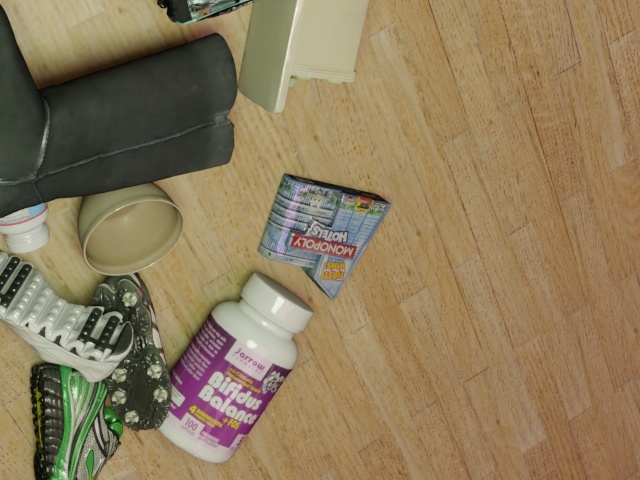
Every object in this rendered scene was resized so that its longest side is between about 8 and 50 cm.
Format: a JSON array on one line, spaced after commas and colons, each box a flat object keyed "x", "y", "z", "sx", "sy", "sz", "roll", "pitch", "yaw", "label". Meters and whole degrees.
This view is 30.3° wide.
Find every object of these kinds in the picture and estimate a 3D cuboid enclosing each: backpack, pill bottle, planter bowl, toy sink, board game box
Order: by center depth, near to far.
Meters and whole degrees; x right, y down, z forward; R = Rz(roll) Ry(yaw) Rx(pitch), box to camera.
[{"x": -0.146, "y": -0.407, "z": 1.715, "sx": 0.188, "sy": 0.166, "sz": 0.144, "roll": -13, "pitch": 119, "yaw": -15, "label": "backpack"}, {"x": -0.456, "y": -0.066, "z": 1.756, "sx": 0.087, "sy": 0.087, "sz": 0.160, "roll": -21, "pitch": 120, "yaw": -18, "label": "pill bottle"}, {"x": -0.305, "y": -0.040, "z": 1.815, "sx": 0.162, "sy": 0.109, "sz": 0.162, "roll": -22, "pitch": 144, "yaw": -17, "label": "planter bowl"}, {"x": -0.022, "y": -0.319, "z": 1.828, "sx": 0.131, "sy": 0.153, "sz": 0.234, "roll": 3, "pitch": 109, "yaw": -28, "label": "toy sink"}, {"x": -0.143, "y": 0.210, "z": 1.987, "sx": 0.169, "sy": 0.169, "sz": 0.301, "roll": 30, "pitch": 96, "yaw": -33, "label": "pill bottle"}, {"x": 0.000, "y": 0.000, "z": 2.033, "sx": 0.194, "sy": 0.060, "sz": 0.194, "roll": 10, "pitch": 105, "yaw": -30, "label": "board game box"}]

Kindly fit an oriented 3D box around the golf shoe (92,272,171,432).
[{"x": -0.290, "y": 0.174, "z": 1.906, "sx": 0.105, "sy": 0.120, "sz": 0.273, "roll": -4, "pitch": 109, "yaw": 6, "label": "golf shoe"}]

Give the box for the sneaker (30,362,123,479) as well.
[{"x": -0.390, "y": 0.359, "z": 1.947, "sx": 0.146, "sy": 0.134, "sz": 0.344, "roll": -7, "pitch": 114, "yaw": -25, "label": "sneaker"}]

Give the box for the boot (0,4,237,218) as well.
[{"x": -0.305, "y": -0.215, "z": 1.632, "sx": 0.445, "sy": 0.146, "sz": 0.367, "roll": -16, "pitch": 141, "yaw": -33, "label": "boot"}]

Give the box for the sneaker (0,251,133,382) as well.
[{"x": -0.432, "y": 0.122, "z": 1.799, "sx": 0.292, "sy": 0.110, "sz": 0.118, "roll": 32, "pitch": 135, "yaw": -2, "label": "sneaker"}]
